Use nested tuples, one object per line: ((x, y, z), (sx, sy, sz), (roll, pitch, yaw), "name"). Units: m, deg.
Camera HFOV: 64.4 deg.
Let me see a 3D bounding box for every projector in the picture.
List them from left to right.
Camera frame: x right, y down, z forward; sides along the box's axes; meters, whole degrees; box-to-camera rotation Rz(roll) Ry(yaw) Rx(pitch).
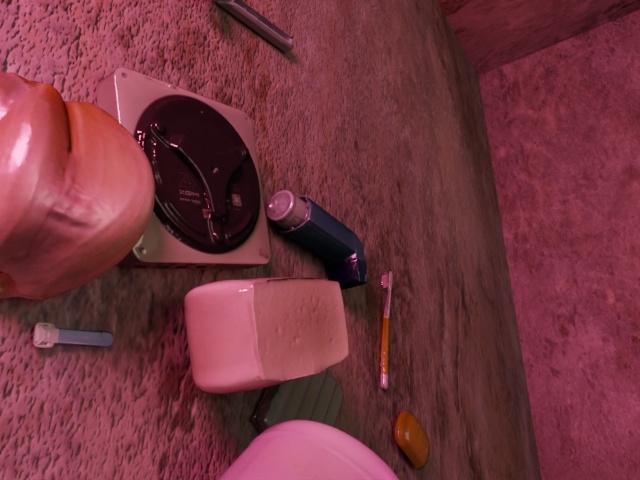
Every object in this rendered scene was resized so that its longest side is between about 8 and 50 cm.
((-0.179, -0.090, 0.732), (0.257, 0.079, 0.259), (4, 74, -55), "projector")

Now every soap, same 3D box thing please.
((0.209, 0.449, 1.143), (0.140, 0.045, 0.089), (57, 38, -26), "soap")

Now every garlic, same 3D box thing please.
((-0.274, -0.055, 0.518), (0.217, 0.110, 0.228), (10, 73, -42), "garlic")

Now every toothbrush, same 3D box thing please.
((0.151, 0.203, 1.189), (0.021, 0.024, 0.288), (37, 49, -42), "toothbrush")

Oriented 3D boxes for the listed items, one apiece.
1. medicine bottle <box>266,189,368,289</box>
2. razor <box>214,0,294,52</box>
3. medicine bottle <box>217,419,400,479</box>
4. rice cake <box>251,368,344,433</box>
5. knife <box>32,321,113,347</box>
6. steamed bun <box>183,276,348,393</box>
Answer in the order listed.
((0.000, 0.000, 0.980), (0.258, 0.079, 0.124), (37, 48, -45), "medicine bottle")
((-0.141, -0.445, 0.995), (0.278, 0.056, 0.111), (20, 61, -62), "razor")
((-0.058, 0.388, 0.544), (0.325, 0.256, 0.256), (-38, 109, -49), "medicine bottle")
((-0.029, 0.274, 0.851), (0.189, 0.037, 0.198), (62, 33, -19), "rice cake")
((-0.272, 0.108, 0.563), (0.096, 0.010, 0.027), (23, 57, -55), "knife")
((-0.083, 0.127, 0.707), (0.241, 0.164, 0.147), (6, 73, -59), "steamed bun")
